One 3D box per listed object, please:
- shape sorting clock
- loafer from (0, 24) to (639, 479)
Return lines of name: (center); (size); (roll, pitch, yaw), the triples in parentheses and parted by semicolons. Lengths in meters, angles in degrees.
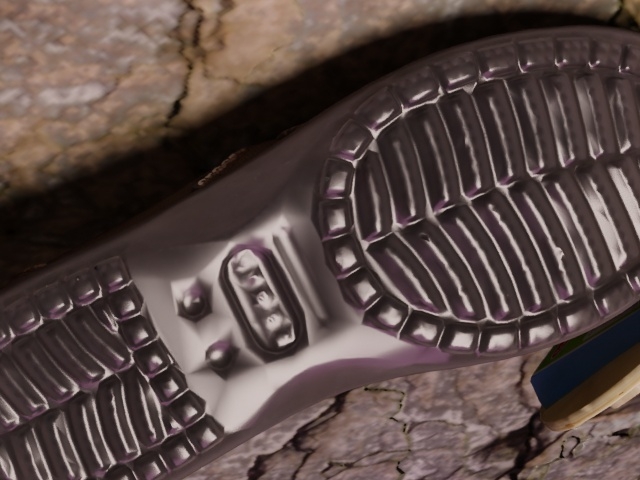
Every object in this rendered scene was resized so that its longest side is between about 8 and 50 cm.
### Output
shape sorting clock: (0.180, 0.015, 0.720); (0.206, 0.040, 0.206); (-45, -178, 2)
loafer: (0.000, 0.000, 0.669); (0.366, 0.130, 0.134); (-20, 100, -9)
